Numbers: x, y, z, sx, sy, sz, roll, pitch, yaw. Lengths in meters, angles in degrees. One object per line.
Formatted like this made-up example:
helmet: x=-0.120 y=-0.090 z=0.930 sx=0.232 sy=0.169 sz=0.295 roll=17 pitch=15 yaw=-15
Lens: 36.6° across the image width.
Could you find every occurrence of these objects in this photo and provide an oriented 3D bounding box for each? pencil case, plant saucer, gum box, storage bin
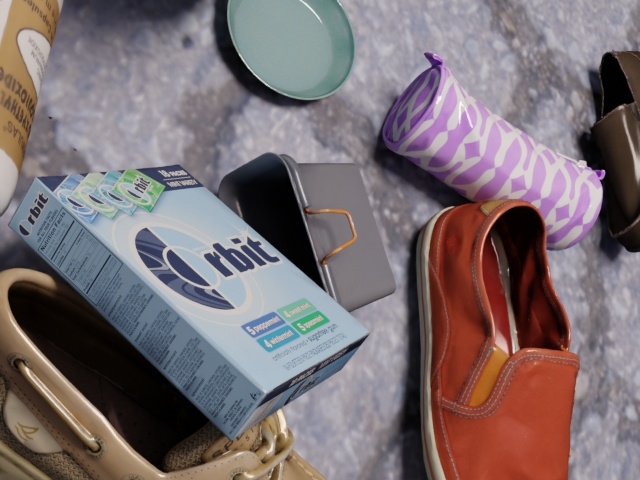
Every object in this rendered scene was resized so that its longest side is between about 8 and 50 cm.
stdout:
pencil case: x=0.153 y=-0.069 z=0.829 sx=0.206 sy=0.086 sz=0.088 roll=29 pitch=96 yaw=-23
plant saucer: x=-0.026 y=-0.167 z=0.789 sx=0.119 sy=0.021 sz=0.119 roll=10 pitch=70 yaw=-29
gum box: x=-0.074 y=0.027 z=0.603 sx=0.184 sy=0.041 sz=0.157 roll=41 pitch=21 yaw=13
storage bin: x=0.000 y=0.000 z=0.718 sx=0.091 sy=0.098 sz=0.135 roll=-13 pitch=82 yaw=-44

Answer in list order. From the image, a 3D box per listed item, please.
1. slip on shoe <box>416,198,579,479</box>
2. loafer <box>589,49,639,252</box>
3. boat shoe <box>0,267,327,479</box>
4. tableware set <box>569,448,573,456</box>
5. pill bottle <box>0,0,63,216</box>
slip on shoe: x=0.146 y=0.117 z=0.743 sx=0.123 sy=0.101 sz=0.331 roll=11 pitch=64 yaw=-33
loafer: x=0.294 y=-0.091 z=0.939 sx=0.078 sy=0.080 sz=0.219 roll=16 pitch=62 yaw=-17
boat shoe: x=-0.074 y=0.142 z=0.590 sx=0.341 sy=0.110 sz=0.121 roll=34 pitch=34 yaw=-18
tableware set: x=0.151 y=0.206 z=0.786 sx=0.169 sy=0.020 sz=0.141 roll=-4 pitch=78 yaw=-33
pill bottle: x=-0.237 y=-0.072 z=0.563 sx=0.131 sy=0.131 sz=0.229 roll=18 pitch=67 yaw=-26
